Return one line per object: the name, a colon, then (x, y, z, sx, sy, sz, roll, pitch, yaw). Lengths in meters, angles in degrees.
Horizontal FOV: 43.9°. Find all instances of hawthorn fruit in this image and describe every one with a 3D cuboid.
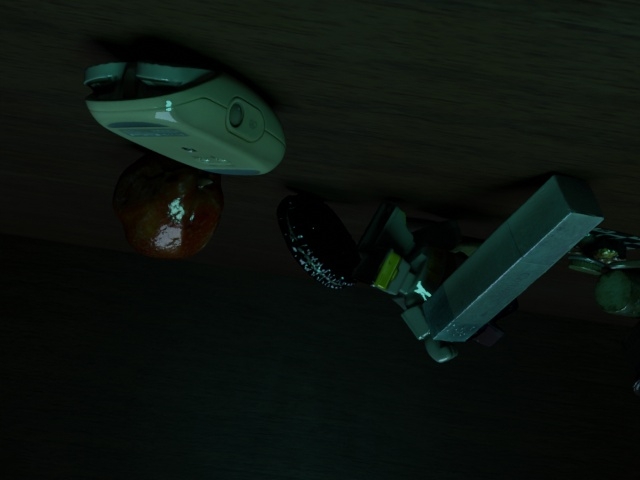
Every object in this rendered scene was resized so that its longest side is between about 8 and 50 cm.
hawthorn fruit: (-0.222, -0.061, 1.208, 0.173, 0.179, 0.173, 32, -158, -14)

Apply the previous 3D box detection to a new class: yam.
yam: (0.714, 0.125, 1.767, 0.194, 0.107, 0.107, 12, 172, -29)

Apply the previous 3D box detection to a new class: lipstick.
lipstick: (0.258, 0.036, 1.109, 0.066, 0.068, 0.317, 8, 141, -27)

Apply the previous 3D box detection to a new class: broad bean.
broad bean: (0.298, 0.029, 1.684, 0.206, 0.073, 0.153, -3, 176, -8)

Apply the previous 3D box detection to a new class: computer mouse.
computer mouse: (-0.132, -0.132, 0.833, 0.145, 0.082, 0.236, 4, 170, 33)

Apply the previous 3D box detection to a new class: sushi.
sushi: (0.486, 0.015, 1.427, 0.210, 0.040, 0.192, 12, 172, -24)

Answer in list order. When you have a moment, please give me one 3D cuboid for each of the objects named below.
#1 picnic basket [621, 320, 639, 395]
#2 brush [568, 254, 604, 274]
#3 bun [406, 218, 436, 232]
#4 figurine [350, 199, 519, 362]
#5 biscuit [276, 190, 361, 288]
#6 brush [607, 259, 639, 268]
picnic basket: (0.776, 0.203, 1.699, 0.222, 0.297, 0.129, 9, -142, -30)
brush: (0.493, 0.052, 1.458, 0.062, 0.027, 0.266, 15, 179, 23)
bun: (0.180, 0.012, 1.548, 0.138, 0.094, 0.138, 10, 176, 1)
figurine: (0.194, 0.070, 1.340, 0.308, 0.309, 0.143, 13, 159, -30)
biscuit: (0.000, 0.000, 1.363, 0.053, 0.195, 0.194, -35, 152, 23)
brush: (0.604, 0.036, 1.394, 0.196, 0.021, 0.070, -3, 174, 2)
